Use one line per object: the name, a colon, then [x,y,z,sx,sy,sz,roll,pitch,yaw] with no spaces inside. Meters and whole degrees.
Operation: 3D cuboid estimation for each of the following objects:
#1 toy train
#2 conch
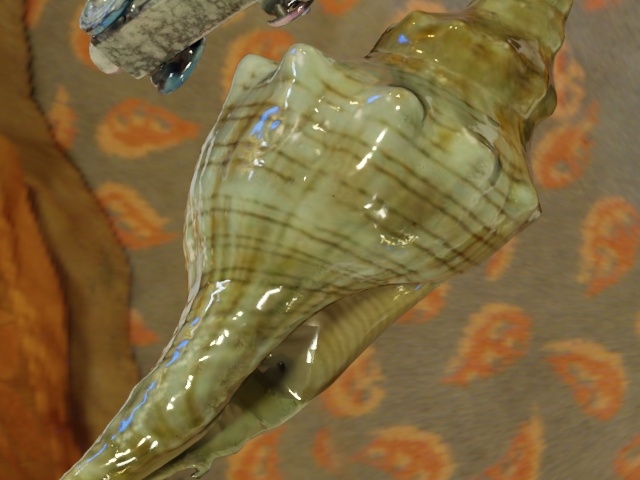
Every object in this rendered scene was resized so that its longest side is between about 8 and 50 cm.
toy train: [-0.093,-0.264,1.533,0.300,0.131,0.202,-24,37,40]
conch: [-0.005,-0.010,0.931,0.386,0.203,0.169,-36,56,5]
